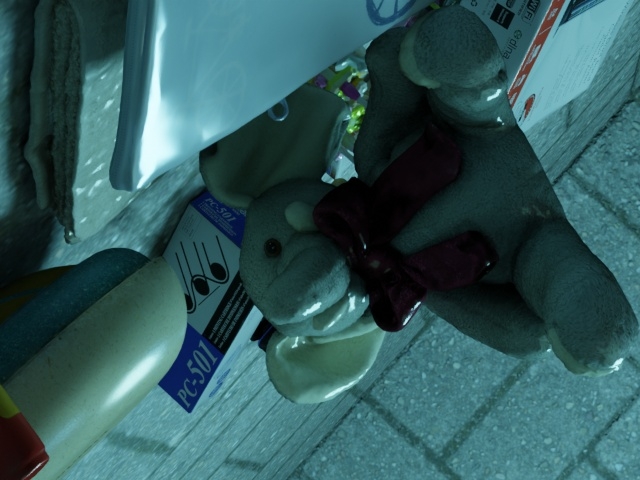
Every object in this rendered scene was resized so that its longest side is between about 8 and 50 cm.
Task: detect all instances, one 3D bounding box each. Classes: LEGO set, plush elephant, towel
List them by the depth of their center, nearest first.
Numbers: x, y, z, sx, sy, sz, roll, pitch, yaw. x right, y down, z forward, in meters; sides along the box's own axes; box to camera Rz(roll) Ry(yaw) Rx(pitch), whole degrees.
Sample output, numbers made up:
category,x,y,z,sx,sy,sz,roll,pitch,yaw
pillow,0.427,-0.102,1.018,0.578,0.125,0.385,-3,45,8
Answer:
category,x,y,z,sx,sy,sz,roll,pitch,yaw
towel,-0.100,-0.118,1.042,0.187,0.049,0.282,-44,167,-28
plush elephant,0.043,-0.006,1.264,0.255,0.271,0.330,-27,-172,1
LEGO set,0.049,-0.106,1.498,0.132,0.107,0.287,-47,169,-6

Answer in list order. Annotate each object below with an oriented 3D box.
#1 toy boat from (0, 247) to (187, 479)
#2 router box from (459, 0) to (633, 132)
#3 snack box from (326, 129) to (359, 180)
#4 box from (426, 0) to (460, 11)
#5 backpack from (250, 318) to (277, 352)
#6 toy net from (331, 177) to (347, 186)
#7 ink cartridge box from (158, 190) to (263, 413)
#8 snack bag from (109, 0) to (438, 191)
category,x,y,z,sx,sy,sz,roll,pitch,yaw
toy boat,-0.217,0.092,1.125,0.267,0.148,0.318,-43,177,0
router box,0.243,-0.268,1.640,0.301,0.082,0.335,-33,152,-53
snack box,0.071,-0.136,1.708,0.178,0.022,0.064,-45,168,-17
box,0.107,-0.235,1.396,0.083,0.062,0.052,-41,168,-38
backpack,0.016,0.085,2.018,0.173,0.117,0.158,-51,170,1
toy net,0.000,0.000,1.500,0.122,0.045,0.232,-58,-156,5
ink cartridge box,-0.102,0.054,1.490,0.046,0.097,0.207,-38,165,-45
snack bag,-0.003,-0.210,0.940,0.342,0.037,0.323,-38,150,-42
